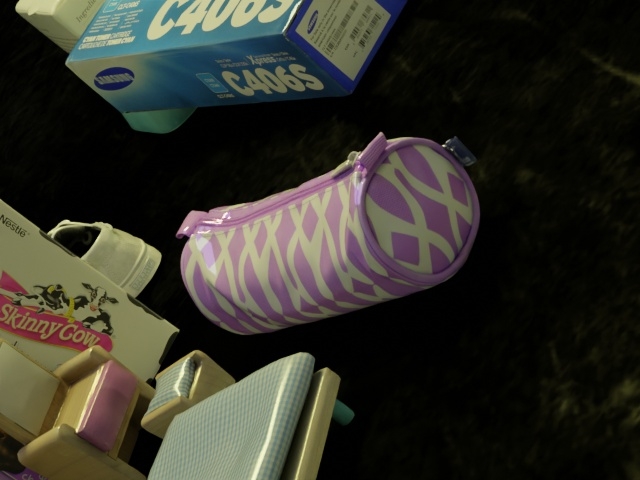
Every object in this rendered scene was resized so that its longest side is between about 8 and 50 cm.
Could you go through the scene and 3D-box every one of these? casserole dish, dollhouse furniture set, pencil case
[{"bbox_3d":[-0.136,-0.153,1.547,0.114,0.037,0.188,-55,21,-8],"label":"casserole dish"},{"bbox_3d":[-0.131,0.108,0.916,0.303,0.198,0.286,-32,30,40],"label":"dollhouse furniture set"},{"bbox_3d":[0.000,0.000,0.971,0.206,0.088,0.086,-22,34,53],"label":"pencil case"}]

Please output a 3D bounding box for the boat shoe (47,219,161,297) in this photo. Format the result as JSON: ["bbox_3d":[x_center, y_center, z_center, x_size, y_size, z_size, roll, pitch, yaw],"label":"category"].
[{"bbox_3d":[-0.188,0.011,1.357,0.066,0.063,0.184,-55,22,-7],"label":"boat shoe"}]

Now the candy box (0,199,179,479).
[{"bbox_3d":[-0.213,0.098,1.137,0.070,0.165,0.196,-15,42,56],"label":"candy box"}]

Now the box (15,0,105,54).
[{"bbox_3d":[-0.198,-0.267,1.732,0.182,0.119,0.181,-55,22,-6],"label":"box"}]

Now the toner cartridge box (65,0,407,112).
[{"bbox_3d":[-0.060,-0.192,1.351,0.348,0.075,0.165,2,55,55],"label":"toner cartridge box"}]
